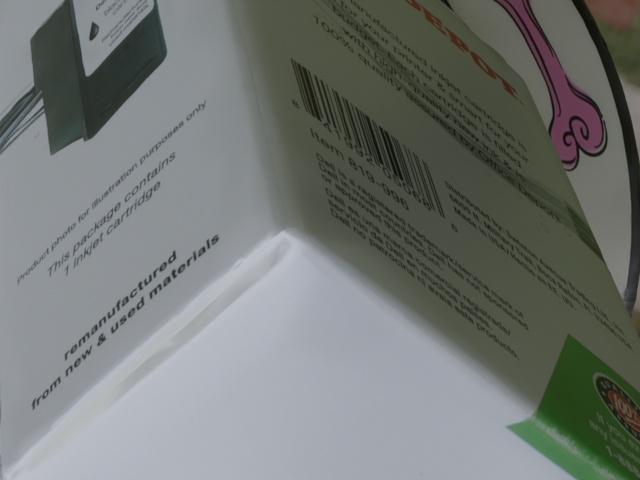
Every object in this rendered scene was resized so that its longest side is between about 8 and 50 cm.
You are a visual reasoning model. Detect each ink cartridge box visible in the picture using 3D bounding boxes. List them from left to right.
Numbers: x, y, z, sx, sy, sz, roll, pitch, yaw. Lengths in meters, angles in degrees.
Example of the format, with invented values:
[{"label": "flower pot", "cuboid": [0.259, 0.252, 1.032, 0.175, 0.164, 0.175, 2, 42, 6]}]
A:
[{"label": "ink cartridge box", "cuboid": [0.000, 0.000, 0.487, 0.087, 0.208, 0.153, -41, 122, 19]}]

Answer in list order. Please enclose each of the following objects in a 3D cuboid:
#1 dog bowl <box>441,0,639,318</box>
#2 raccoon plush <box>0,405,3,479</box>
[{"label": "dog bowl", "cuboid": [-0.050, -0.010, 1.011, 0.408, 0.408, 0.150, 11, -166, 28]}, {"label": "raccoon plush", "cuboid": [-0.281, 0.188, 0.806, 0.216, 0.446, 0.299, 47, 176, -41]}]
